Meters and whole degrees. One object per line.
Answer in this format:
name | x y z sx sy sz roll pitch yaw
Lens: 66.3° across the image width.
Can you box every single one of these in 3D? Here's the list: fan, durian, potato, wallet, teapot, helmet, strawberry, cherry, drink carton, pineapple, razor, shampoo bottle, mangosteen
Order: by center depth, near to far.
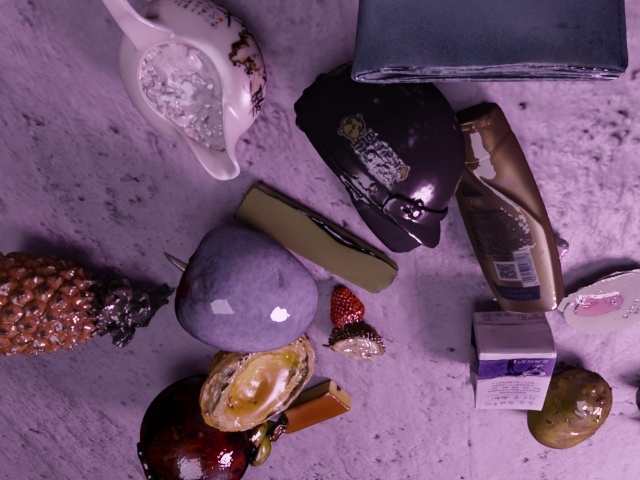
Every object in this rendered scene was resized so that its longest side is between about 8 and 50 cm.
wallet | 0.183 -0.297 0.543 0.291 0.054 0.251 2 84 9
helmet | 0.105 -0.137 0.660 0.279 0.230 0.160 43 110 1
teapot | -0.194 -0.241 0.683 0.209 0.165 0.299 -10 136 31
shampoo bottle | 0.288 -0.042 0.775 0.126 0.084 0.350 -5 121 45
razor | 0.121 -0.042 0.840 0.090 0.054 0.148 -23 120 29
cherry | -0.144 0.091 0.886 0.296 0.218 0.255 17 150 -18
fan | 0.472 0.117 0.904 0.311 0.010 0.182 1 131 -1
drink carton | 0.368 0.241 0.960 0.134 0.101 0.222 -5 133 10
strawberry | 0.050 0.133 0.990 0.073 0.073 0.083 -20 85 23
pineapple | -0.490 0.138 1.011 0.358 0.222 0.222 7 130 -17
durian | 0.067 0.206 1.031 0.140 0.071 0.110 9 136 -18
potato | 0.529 0.364 1.052 0.150 0.113 0.251 1 136 0
mangosteen | -0.274 0.466 1.167 0.312 0.311 0.311 5 128 6

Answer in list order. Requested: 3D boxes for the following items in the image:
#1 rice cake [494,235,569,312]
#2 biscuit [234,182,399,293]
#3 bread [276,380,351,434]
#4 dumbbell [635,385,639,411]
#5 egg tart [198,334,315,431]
rice cake | 0.381 0.074 0.897 0.047 0.036 0.206 23 128 4
biscuit | 0.000 0.000 0.905 0.323 0.038 0.099 29 130 -13
bread | -0.030 0.424 1.232 0.226 0.049 0.088 -32 116 30
dumbbell | 0.733 0.391 1.045 0.110 0.110 0.254 -11 131 18
egg tart | -0.138 0.287 1.060 0.118 0.288 0.288 36 138 41
